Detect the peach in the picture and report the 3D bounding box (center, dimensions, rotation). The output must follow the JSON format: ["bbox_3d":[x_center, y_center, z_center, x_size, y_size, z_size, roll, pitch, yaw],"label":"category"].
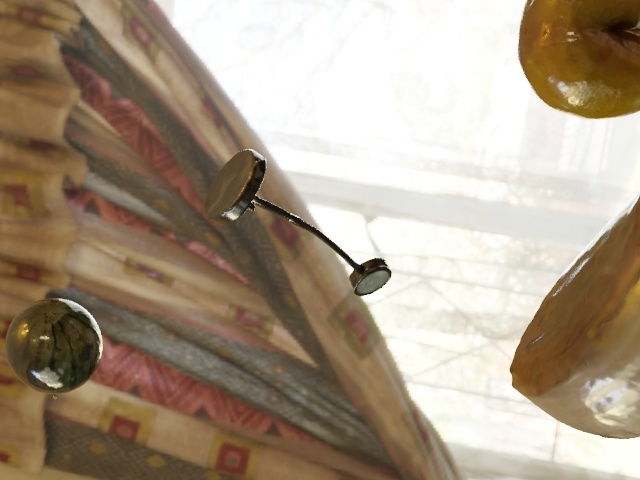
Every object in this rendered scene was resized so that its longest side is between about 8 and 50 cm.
[{"bbox_3d":[0.392,-0.286,1.263,0.153,0.251,0.251,-124,42,-81],"label":"peach"}]

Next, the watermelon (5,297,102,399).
[{"bbox_3d":[-0.301,0.130,1.042,0.105,0.105,0.133,-68,-15,-58],"label":"watermelon"}]

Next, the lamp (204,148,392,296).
[{"bbox_3d":[-0.017,-0.028,1.322,0.371,0.130,0.109,20,-148,-47],"label":"lamp"}]

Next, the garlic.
[{"bbox_3d":[0.177,0.038,0.495,0.196,0.086,0.101,-63,25,24],"label":"garlic"}]
